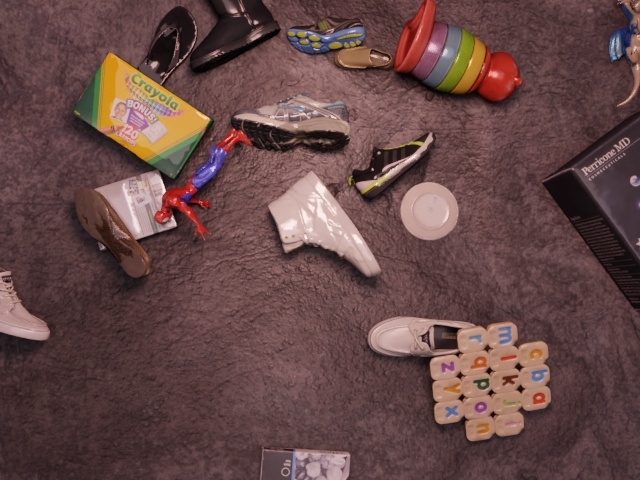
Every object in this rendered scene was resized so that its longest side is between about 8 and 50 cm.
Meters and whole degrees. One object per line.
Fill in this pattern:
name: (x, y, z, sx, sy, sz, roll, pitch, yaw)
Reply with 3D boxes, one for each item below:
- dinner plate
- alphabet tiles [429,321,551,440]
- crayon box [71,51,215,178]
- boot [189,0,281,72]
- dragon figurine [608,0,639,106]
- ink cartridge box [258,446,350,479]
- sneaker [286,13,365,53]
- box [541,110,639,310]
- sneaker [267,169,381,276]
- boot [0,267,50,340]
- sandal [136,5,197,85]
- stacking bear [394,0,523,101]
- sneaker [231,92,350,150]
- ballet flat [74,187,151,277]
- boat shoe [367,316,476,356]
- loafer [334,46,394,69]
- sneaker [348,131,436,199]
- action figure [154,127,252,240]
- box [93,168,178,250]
dinner plate: (0.263, -0.071, 1.943, 0.141, 0.017, 0.141, 0, 84, -4)
alphabet tiles: (0.394, 0.328, 1.872, 0.278, 0.021, 0.284, -9, 106, -3)
crayon box: (-0.406, -0.287, 1.866, 0.278, 0.081, 0.165, 33, 95, -4)
boot: (-0.241, -0.535, 1.907, 0.246, 0.094, 0.207, -31, 92, -12)
dragon figurine: (0.761, -0.474, 1.968, 0.085, 0.144, 0.289, 2, 105, -5)
ink cartridge box: (-0.041, 0.588, 1.859, 0.206, 0.045, 0.208, 4, 87, -3)
sneaker: (0.014, -0.500, 1.943, 0.188, 0.067, 0.078, -4, 52, 5)
box: (0.771, -0.078, 1.876, 0.293, 0.212, 0.395, -36, 88, -5)
sneaker: (0.000, 0.000, 1.883, 0.169, 0.108, 0.292, -37, 79, -4)
boot: (-0.721, 0.130, 1.827, 0.258, 0.095, 0.123, 21, 91, -1)
sandal: (-0.371, -0.439, 1.913, 0.097, 0.054, 0.255, 28, 85, -1)
stacking bear: (0.335, -0.420, 1.907, 0.289, 0.175, 0.164, 20, 73, -11)
sneaker: (-0.068, -0.286, 1.911, 0.283, 0.110, 0.122, 5, 63, 0)
ballet flat: (-0.469, -0.018, 1.843, 0.084, 0.058, 0.250, -43, 84, 17)
boat shoe: (0.245, 0.229, 1.881, 0.267, 0.088, 0.096, 4, 86, -3)
loafer: (0.108, -0.441, 1.944, 0.148, 0.050, 0.056, -1, 85, -4)
sneaker: (0.168, -0.196, 1.912, 0.234, 0.084, 0.097, -40, 88, -5)
action figure: (-0.256, -0.117, 1.869, 0.280, 0.091, 0.139, -43, 114, -9)
box: (-0.444, -0.071, 1.889, 0.186, 0.038, 0.145, -19, 87, -5)
